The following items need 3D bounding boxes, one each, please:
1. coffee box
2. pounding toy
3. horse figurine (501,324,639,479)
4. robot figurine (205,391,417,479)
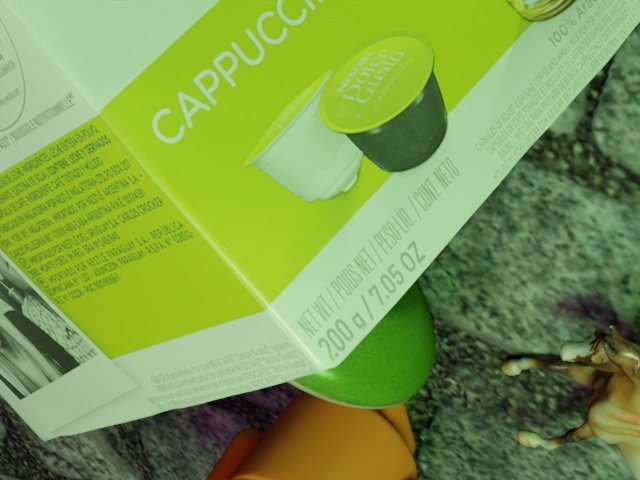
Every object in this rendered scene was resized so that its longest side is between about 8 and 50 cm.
[{"bbox_3d":[-0.086,-0.135,0.956,0.334,0.337,0.338,50,150,-13],"label":"coffee box"},{"bbox_3d":[0.000,0.000,1.215,0.237,0.183,0.110,37,119,6],"label":"pounding toy"},{"bbox_3d":[0.232,0.161,1.237,0.263,0.066,0.174,53,148,-13],"label":"horse figurine"},{"bbox_3d":[-0.009,0.206,1.364,0.158,0.219,0.128,38,143,3],"label":"robot figurine"}]
